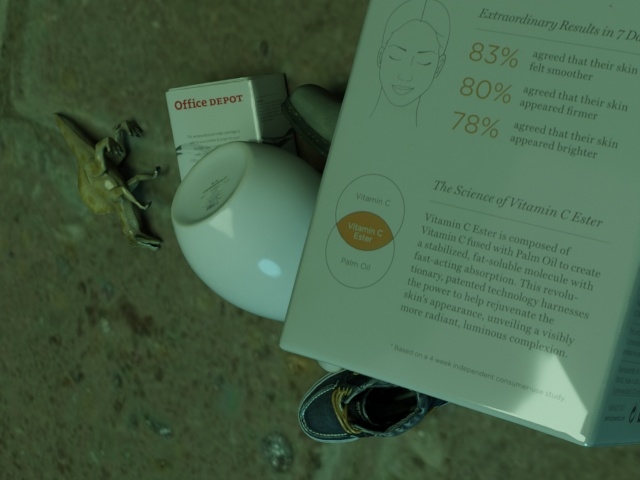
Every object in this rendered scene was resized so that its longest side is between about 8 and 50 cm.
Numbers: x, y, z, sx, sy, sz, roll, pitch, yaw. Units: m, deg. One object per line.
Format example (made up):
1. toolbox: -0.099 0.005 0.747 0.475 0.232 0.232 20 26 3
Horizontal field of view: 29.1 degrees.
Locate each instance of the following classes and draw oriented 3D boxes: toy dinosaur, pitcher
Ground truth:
1. toy dinosaur: -0.211 -0.071 1.193 0.092 0.053 0.183 -44 76 36
2. pitcher: 0.000 0.000 0.989 0.177 0.125 0.207 -33 127 23

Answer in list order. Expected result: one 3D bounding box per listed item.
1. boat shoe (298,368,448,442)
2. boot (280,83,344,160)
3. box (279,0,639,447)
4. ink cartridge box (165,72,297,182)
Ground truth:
1. boat shoe: 0.034 0.139 1.056 0.183 0.083 0.065 -26 87 37
2. boot: 0.098 -0.106 0.968 0.246 0.083 0.161 33 106 24
3. box: 0.141 -0.063 0.802 0.215 0.168 0.345 15 90 29
4. ink cartridge box: -0.073 -0.075 1.092 0.099 0.056 0.135 -2 101 35
